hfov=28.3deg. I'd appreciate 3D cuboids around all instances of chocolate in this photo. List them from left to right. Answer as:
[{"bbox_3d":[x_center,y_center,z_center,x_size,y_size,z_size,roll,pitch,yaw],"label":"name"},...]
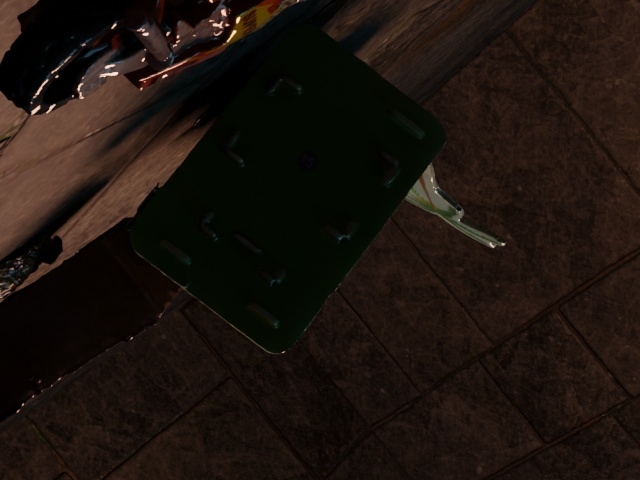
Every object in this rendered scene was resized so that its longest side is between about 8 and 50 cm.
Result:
[{"bbox_3d":[-0.309,0.099,1.405,0.321,0.112,0.112,-32,-170,20],"label":"chocolate"}]

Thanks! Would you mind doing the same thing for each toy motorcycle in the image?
[{"bbox_3d":[-0.065,-0.165,0.737,0.171,0.089,0.298,-42,176,39],"label":"toy motorcycle"}]

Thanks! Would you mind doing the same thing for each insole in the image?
[{"bbox_3d":[-0.054,-0.199,1.408,0.232,0.003,0.080,-39,178,13],"label":"insole"}]

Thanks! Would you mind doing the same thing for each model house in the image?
[{"bbox_3d":[0.000,0.000,1.425,0.300,0.340,0.323,-53,-178,-11],"label":"model house"}]

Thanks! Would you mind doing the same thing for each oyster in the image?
[{"bbox_3d":[-0.331,0.040,1.358,0.132,0.029,0.086,-42,178,-6],"label":"oyster"}]
